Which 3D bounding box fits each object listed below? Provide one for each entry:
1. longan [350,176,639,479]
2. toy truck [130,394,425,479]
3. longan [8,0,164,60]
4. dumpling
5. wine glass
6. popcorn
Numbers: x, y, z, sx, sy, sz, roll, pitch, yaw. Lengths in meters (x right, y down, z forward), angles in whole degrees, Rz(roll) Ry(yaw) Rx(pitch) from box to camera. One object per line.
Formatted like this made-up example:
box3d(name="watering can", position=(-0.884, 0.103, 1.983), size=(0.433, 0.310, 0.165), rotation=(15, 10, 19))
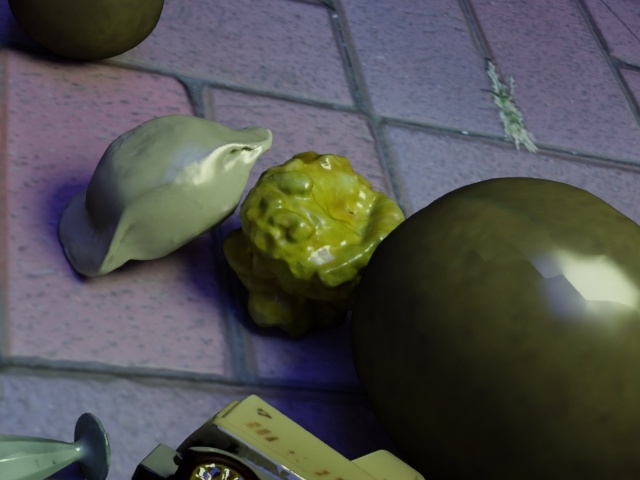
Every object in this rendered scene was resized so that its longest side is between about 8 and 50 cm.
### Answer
box3d(name="longan", position=(0.208, 0.110, 1.230), size=(0.361, 0.361, 0.361), rotation=(16, 40, -14))
box3d(name="toy truck", position=(0.035, 0.288, 1.056), size=(0.405, 0.181, 0.254), rotation=(30, 31, 8))
box3d(name="longan", position=(-0.287, -0.301, 1.545), size=(0.185, 0.159, 0.204), rotation=(-16, 38, -39))
box3d(name="dumpling", position=(-0.163, -0.057, 1.350), size=(0.250, 0.132, 0.162), rotation=(-34, 35, -11))
box3d(name="wine glass", position=(-0.260, 0.189, 1.083), size=(0.155, 0.073, 0.073), rotation=(-6, 49, -39))
box3d(name="popcorn", position=(-0.004, 0.001, 1.365), size=(0.197, 0.155, 0.198), rotation=(16, 49, -20))
